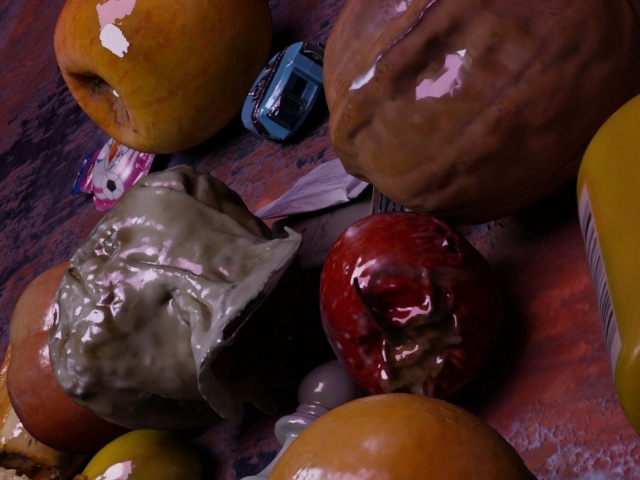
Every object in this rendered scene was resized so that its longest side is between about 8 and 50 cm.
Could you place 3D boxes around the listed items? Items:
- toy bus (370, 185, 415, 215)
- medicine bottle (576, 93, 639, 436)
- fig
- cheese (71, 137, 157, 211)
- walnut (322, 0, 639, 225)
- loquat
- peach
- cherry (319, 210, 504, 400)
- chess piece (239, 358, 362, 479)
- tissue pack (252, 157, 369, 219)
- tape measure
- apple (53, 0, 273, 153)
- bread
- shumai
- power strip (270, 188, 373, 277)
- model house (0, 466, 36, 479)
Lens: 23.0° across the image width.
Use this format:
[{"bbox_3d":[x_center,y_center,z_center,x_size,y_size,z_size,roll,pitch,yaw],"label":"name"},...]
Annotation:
[{"bbox_3d":[0.097,-0.043,1.743,0.069,0.074,0.162,-25,39,31],"label":"toy bus"},{"bbox_3d":[0.322,0.067,1.151,0.224,0.224,0.384,-38,33,28],"label":"medicine bottle"},{"bbox_3d":[-0.207,0.285,1.826,0.153,0.121,0.136,-42,17,-25],"label":"fig"},{"bbox_3d":[-0.321,-0.113,2.439,0.244,0.062,0.155,-4,59,55],"label":"cheese"},{"bbox_3d":[0.154,-0.173,1.582,0.344,0.306,0.306,-36,34,19],"label":"walnut"},{"bbox_3d":[0.071,0.257,1.299,0.263,0.263,0.263,-36,35,31],"label":"loquat"},{"bbox_3d":[-0.264,0.138,1.935,0.252,0.252,0.252,-36,35,31],"label":"peach"},{"bbox_3d":[0.078,0.058,1.560,0.175,0.192,0.249,-39,20,-5],"label":"cherry"},{"bbox_3d":[-0.016,0.221,1.623,0.139,0.139,0.272,-19,34,47],"label":"chess piece"},{"bbox_3d":[0.011,-0.071,1.900,0.193,0.026,0.122,-14,24,48],"label":"tissue pack"},{"bbox_3d":[-0.048,-0.194,2.102,0.125,0.081,0.146,-12,50,64],"label":"tape measure"},{"bbox_3d":[-0.218,-0.281,2.239,0.299,0.299,0.275,-2,44,55],"label":"apple"},{"bbox_3d":[-0.355,0.189,2.116,0.167,0.132,0.294,-23,44,45],"label":"bread"},{"bbox_3d":[-0.121,0.043,1.733,0.288,0.292,0.330,137,147,-61],"label":"shumai"},{"bbox_3d":[0.000,0.000,1.881,0.268,0.034,0.092,-17,48,48],"label":"power strip"},{"bbox_3d":[-0.414,0.391,1.918,0.254,0.160,0.196,-14,22,49],"label":"model house"}]
